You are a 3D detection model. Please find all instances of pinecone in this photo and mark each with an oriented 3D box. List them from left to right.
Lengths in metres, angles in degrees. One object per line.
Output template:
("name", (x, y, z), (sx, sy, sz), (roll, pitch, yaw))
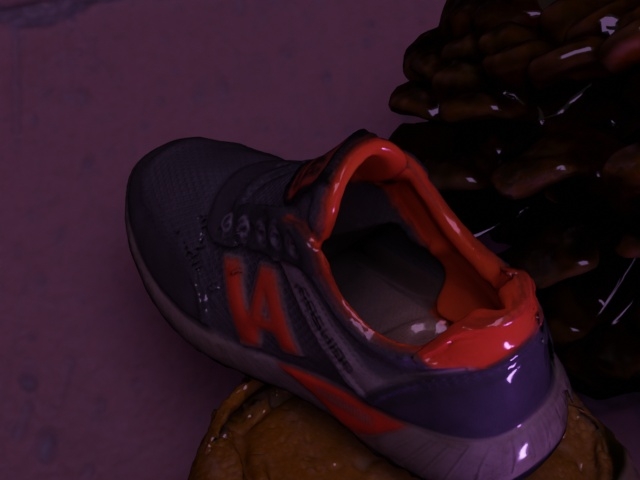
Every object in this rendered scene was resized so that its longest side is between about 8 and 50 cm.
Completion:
("pinecone", (0.256, -0.076, 1.157), (0.398, 0.398, 0.398), (2, 65, -3))

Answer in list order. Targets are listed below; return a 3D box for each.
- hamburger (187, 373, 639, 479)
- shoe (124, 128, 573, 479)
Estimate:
("hamburger", (0.058, 0.202, 1.097), (0.318, 0.158, 0.318), (3, 47, -3))
("shoe", (0.000, 0.000, 1.067), (0.336, 0.171, 0.132), (33, 57, 32))
